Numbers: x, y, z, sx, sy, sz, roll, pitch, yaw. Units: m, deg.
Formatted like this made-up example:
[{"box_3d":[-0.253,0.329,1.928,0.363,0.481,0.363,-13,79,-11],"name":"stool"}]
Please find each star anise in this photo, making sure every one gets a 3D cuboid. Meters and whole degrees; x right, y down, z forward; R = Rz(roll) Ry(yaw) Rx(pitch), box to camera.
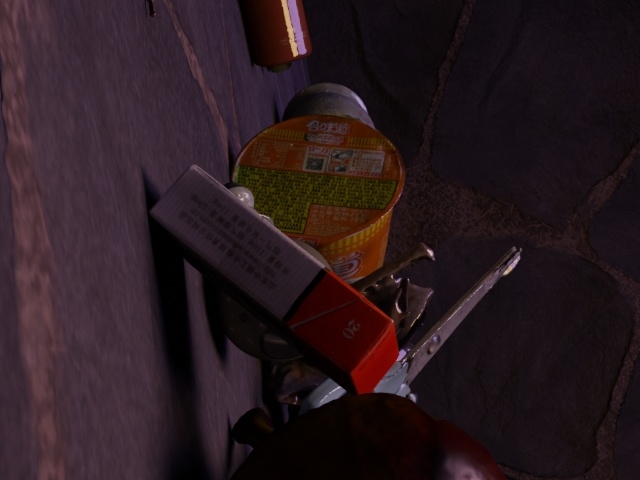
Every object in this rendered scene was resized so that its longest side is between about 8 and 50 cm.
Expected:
[{"box_3d":[0.033,0.108,1.111,0.081,0.230,0.262,34,-62,36],"name":"star anise"}]

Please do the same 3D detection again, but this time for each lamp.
[{"box_3d":[-0.047,0.015,0.879,0.091,0.091,0.163,77,-12,-46],"name":"lamp"}]

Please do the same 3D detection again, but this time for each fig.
[{"box_3d":[0.002,0.143,0.676,0.290,0.190,0.191,-123,-165,-50],"name":"fig"}]

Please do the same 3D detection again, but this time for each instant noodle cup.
[{"box_3d":[0.000,0.000,1.149,0.185,0.168,0.168,86,-3,-49],"name":"instant noodle cup"}]

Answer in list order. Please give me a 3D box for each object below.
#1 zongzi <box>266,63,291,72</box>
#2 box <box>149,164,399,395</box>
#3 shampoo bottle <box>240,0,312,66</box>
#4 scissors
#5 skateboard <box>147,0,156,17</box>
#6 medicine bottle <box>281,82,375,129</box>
[{"box_3d":[-0.077,-0.309,1.687,0.104,0.052,0.113,93,-24,-68],"name":"zongzi"},{"box_3d":[-0.024,0.028,0.699,0.152,0.048,0.100,40,-7,15],"name":"box"},{"box_3d":[-0.073,-0.353,1.526,0.085,0.085,0.244,-89,167,-75],"name":"shampoo bottle"},{"box_3d":[0.087,0.118,1.091,0.029,0.360,0.191,31,-32,30],"name":"scissors"},{"box_3d":[-0.098,-0.186,0.763,0.083,0.064,0.032,97,-22,-61],"name":"skateboard"},{"box_3d":[0.012,-0.159,1.817,0.143,0.147,0.147,-102,180,-64],"name":"medicine bottle"}]
